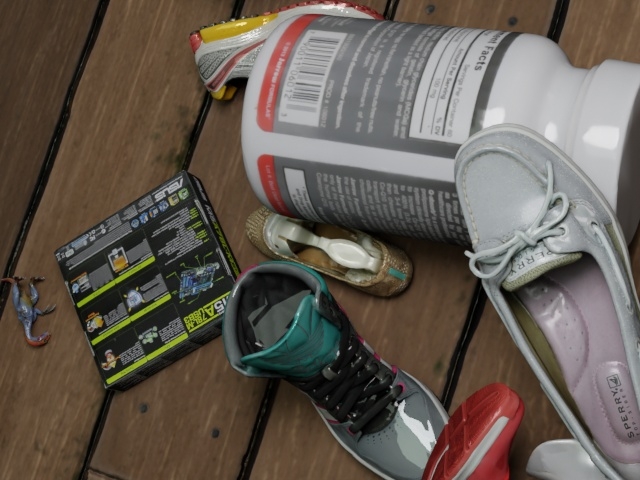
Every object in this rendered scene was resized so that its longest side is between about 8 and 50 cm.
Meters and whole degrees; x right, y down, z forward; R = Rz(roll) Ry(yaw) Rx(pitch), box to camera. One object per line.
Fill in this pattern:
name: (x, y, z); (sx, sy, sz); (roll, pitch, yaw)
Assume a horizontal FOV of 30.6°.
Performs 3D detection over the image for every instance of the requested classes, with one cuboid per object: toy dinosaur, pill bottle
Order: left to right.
toy dinosaur: (-0.343, 0.084, 1.380); (0.090, 0.047, 0.082); (-6, 82, 55)
pill bottle: (0.125, -0.101, 1.128); (0.362, 0.210, 0.210); (11, 81, 24)

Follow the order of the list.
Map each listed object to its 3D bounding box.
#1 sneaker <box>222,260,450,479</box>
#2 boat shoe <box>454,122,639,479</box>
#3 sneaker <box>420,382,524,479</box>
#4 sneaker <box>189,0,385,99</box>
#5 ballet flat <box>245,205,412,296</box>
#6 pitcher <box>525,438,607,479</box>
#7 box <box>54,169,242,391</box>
sneaker: (0.009, 0.122, 1.136); (0.124, 0.178, 0.295); (-48, 66, 6)
boat shoe: (0.203, 0.052, 0.966); (0.118, 0.103, 0.320); (-24, 91, 23)
sneaker: (0.160, 0.236, 1.076); (0.128, 0.087, 0.221); (25, 120, -6)
sneaker: (-0.031, -0.211, 1.301); (0.225, 0.088, 0.093); (-11, 93, 20)
ballet flat: (0.000, 0.000, 1.232); (0.206, 0.067, 0.073); (17, 85, 25)
pitcher: (0.304, 0.252, 1.025); (0.177, 0.125, 0.207); (-25, 57, -1)
box: (-0.188, 0.045, 1.312); (0.190, 0.045, 0.184); (-31, 70, 11)
